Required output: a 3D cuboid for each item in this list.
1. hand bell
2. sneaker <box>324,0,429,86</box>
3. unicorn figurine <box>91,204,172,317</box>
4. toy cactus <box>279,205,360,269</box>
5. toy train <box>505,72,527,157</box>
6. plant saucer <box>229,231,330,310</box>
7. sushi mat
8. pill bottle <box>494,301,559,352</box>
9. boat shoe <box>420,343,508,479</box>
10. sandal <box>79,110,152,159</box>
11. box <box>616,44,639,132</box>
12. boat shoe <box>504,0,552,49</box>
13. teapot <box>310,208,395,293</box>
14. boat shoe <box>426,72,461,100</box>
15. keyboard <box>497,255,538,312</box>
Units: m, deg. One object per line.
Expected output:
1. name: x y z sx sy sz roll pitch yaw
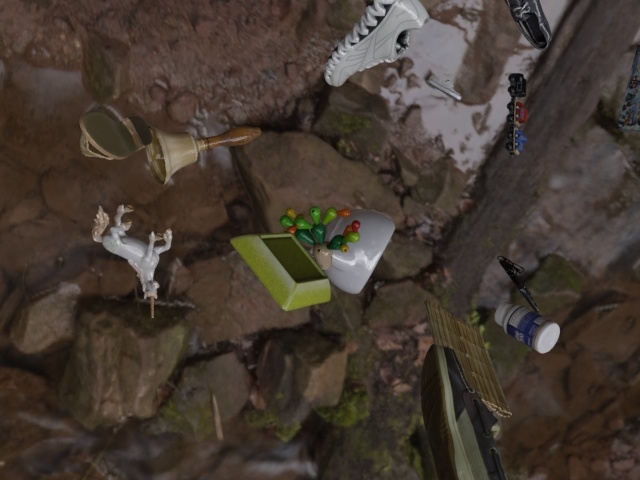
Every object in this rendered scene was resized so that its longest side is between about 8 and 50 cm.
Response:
1. hand bell: -0.235 -0.204 1.572 0.242 0.126 0.126 -17 123 -26
2. sneaker: 0.108 -0.400 1.529 0.118 0.110 0.292 40 140 -6
3. unicorn figurine: -0.277 0.018 1.132 0.162 0.060 0.111 40 120 4
4. toy cactus: 0.000 0.000 1.805 0.219 0.112 0.181 5 131 18
5. toy train: 0.357 -0.228 1.350 0.027 0.036 0.158 23 70 -63
6. plant saucer: -0.067 0.048 1.507 0.045 0.188 0.188 -47 161 23
7. sushi mat: 0.285 0.227 1.489 0.151 0.316 0.019 31 110 -12
8. pill bottle: 0.407 0.169 1.481 0.067 0.120 0.067 -18 121 -32
9. boat shoe: 0.163 0.216 0.833 0.073 0.224 0.080 3 134 -8
10. sandal: -0.375 -0.169 1.293 0.079 0.240 0.088 -25 95 14
11. box: 0.514 -0.234 1.152 0.027 0.094 0.137 9 98 -21
12. boat shoe: 0.479 -0.532 1.727 0.075 0.065 0.206 -24 119 25
13. teapot: 0.076 0.007 2.031 0.187 0.256 0.253 29 68 4
14. boat shoe: 0.323 -0.397 1.914 0.035 0.100 0.035 -57 165 5
15. keyboard: 0.454 0.087 1.693 0.038 0.192 0.100 -37 105 10
